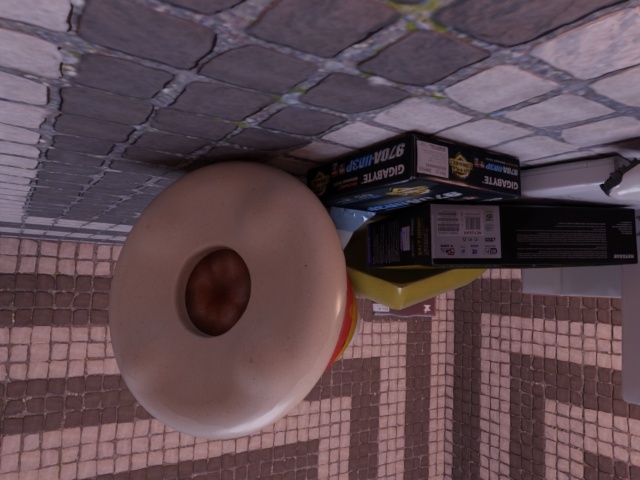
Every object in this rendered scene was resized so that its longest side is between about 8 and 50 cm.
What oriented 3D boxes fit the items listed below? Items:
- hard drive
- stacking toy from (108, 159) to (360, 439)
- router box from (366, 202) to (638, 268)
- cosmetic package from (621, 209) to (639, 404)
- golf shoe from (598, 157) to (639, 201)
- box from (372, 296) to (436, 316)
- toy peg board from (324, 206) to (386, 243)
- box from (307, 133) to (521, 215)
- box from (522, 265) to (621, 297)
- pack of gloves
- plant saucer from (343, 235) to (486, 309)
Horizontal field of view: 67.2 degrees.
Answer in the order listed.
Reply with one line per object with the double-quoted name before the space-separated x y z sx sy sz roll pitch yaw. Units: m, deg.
"hard drive" 0.304 -0.064 0.716 0.203 0.040 0.307 7 174 -40
"stacking toy" -0.050 0.105 0.783 0.350 0.351 0.480 0 168 25
"router box" 0.252 0.002 0.729 0.308 0.081 0.243 0 176 -13
"cosmetic package" 0.704 0.092 0.689 0.393 0.328 0.329 6 174 -25
"golf shoe" 0.396 -0.046 0.485 0.198 0.094 0.077 -3 156 7
"box" 0.231 0.086 1.318 0.168 0.167 0.203 0 -158 11
"toy peg board" 0.012 -0.050 0.922 0.161 0.079 0.160 5 159 -32
"box" 0.109 -0.074 0.620 0.175 0.051 0.220 5 174 -32
"box" 0.652 0.044 1.053 0.345 0.169 0.215 2 175 4
"pack of gloves" -0.024 -0.022 0.802 0.194 0.046 0.232 11 155 -12
"plant saucer" 0.158 0.052 1.042 0.332 0.081 0.332 -13 -160 -37
